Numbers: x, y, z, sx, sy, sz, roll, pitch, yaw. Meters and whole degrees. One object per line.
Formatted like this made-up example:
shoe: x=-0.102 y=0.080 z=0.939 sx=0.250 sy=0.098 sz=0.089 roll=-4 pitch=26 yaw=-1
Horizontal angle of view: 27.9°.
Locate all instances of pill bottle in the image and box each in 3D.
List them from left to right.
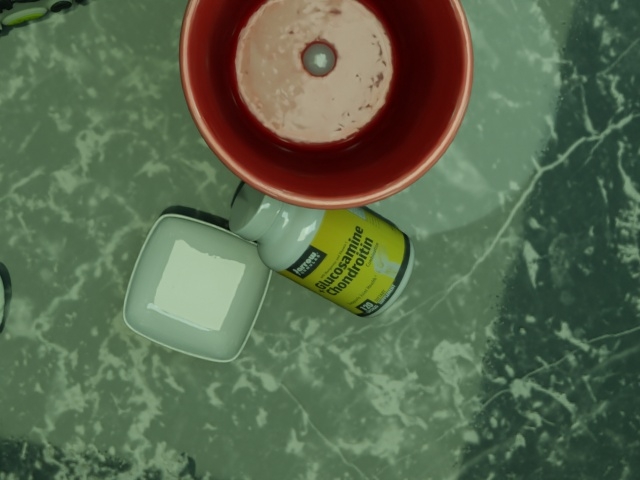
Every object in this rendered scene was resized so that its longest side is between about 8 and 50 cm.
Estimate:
pill bottle: x=0.000 y=0.000 z=1.340 sx=0.184 sy=0.103 sz=0.103 roll=29 pitch=94 yaw=-25

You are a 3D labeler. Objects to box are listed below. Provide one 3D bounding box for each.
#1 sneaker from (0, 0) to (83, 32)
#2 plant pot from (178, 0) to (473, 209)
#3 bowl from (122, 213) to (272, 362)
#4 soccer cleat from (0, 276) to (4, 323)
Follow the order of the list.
sneaker: x=-0.355 y=-0.273 z=1.331 sx=0.275 sy=0.107 sz=0.110 roll=-20 pitch=78 yaw=-5
plant pot: x=0.001 y=-0.177 z=1.273 sx=0.275 sy=0.243 sz=0.275 roll=0 pitch=97 yaw=-2
bowl: x=-0.132 y=0.049 z=1.387 sx=0.142 sy=0.053 sz=0.142 roll=21 pitch=95 yaw=-6
soccer cleat: x=-0.393 y=0.118 z=1.368 sx=0.068 sy=0.076 sz=0.196 roll=27 pitch=94 yaw=-6
